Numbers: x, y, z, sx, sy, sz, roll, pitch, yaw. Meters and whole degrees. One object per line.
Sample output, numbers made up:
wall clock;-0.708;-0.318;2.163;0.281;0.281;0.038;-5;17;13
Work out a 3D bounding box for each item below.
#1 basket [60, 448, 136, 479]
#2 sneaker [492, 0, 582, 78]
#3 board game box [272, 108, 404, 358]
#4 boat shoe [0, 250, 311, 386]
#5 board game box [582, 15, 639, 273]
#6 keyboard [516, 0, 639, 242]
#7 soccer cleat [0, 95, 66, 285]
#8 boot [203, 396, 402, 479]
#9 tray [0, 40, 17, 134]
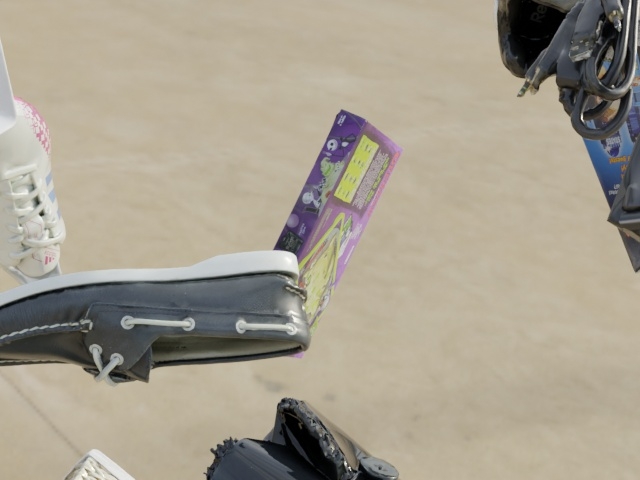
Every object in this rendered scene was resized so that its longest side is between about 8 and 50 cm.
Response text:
basket;-0.255;0.354;1.424;0.167;0.113;0.103;41;19;-5
sneaker;0.173;-0.206;0.810;0.078;0.234;0.106;16;42;0
board game box;0.000;0.000;1.670;0.056;0.346;0.208;26;1;23
boat shoe;-0.154;0.077;1.026;0.303;0.091;0.114;-10;-19;-12
board game box;0.272;-0.074;0.888;0.060;0.194;0.194;-19;11;-33
keyboard;0.168;-0.133;0.399;0.033;0.317;0.201;35;-21;-25
soccer cleat;-0.335;-0.045;1.338;0.116;0.331;0.143;-26;74;-15
boot;0.064;0.168;0.758;0.207;0.094;0.246;33;22;26
tray;-0.381;-0.118;1.058;0.030;0.145;0.270;10;33;28
